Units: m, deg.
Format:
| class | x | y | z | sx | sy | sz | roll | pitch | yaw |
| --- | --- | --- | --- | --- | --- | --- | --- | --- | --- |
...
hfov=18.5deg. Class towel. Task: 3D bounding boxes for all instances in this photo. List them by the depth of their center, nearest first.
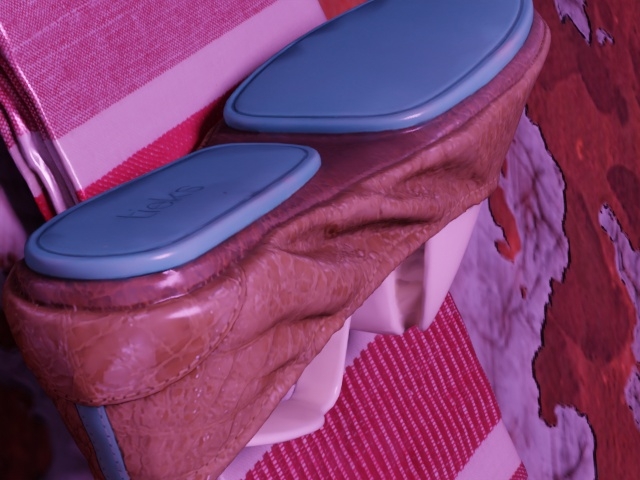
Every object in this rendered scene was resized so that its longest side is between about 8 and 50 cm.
| class | x | y | z | sx | sy | sz | roll | pitch | yaw |
| --- | --- | --- | --- | --- | --- | --- | --- | --- | --- |
| towel | -0.020 | 0.016 | 0.847 | 0.237 | 0.037 | 0.329 | -42 | 110 | -55 |

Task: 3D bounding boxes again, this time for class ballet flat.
| class | x | y | z | sx | sy | sz | roll | pitch | yaw |
| --- | --- | --- | --- | --- | --- | --- | --- | --- | --- |
| ballet flat | 0.000 | 0.000 | 0.765 | 0.342 | 0.116 | 0.124 | -44 | 133 | -55 |
